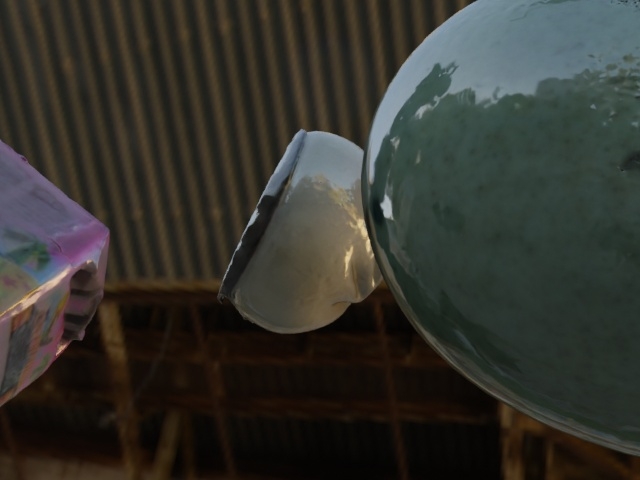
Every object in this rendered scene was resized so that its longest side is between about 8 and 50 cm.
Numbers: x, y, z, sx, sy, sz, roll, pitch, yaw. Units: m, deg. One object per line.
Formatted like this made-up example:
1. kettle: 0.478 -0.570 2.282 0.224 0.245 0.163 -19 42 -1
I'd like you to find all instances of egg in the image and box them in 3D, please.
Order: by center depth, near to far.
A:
1. egg: 0.130 -0.007 0.590 0.236 0.169 0.169 18 -41 4

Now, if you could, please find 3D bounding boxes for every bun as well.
1. bun: 0.000 0.000 1.410 0.119 0.173 0.173 25 -42 -2

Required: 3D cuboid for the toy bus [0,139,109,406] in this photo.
1. toy bus: -0.229 -0.033 0.806 0.274 0.112 0.090 39 -41 16
